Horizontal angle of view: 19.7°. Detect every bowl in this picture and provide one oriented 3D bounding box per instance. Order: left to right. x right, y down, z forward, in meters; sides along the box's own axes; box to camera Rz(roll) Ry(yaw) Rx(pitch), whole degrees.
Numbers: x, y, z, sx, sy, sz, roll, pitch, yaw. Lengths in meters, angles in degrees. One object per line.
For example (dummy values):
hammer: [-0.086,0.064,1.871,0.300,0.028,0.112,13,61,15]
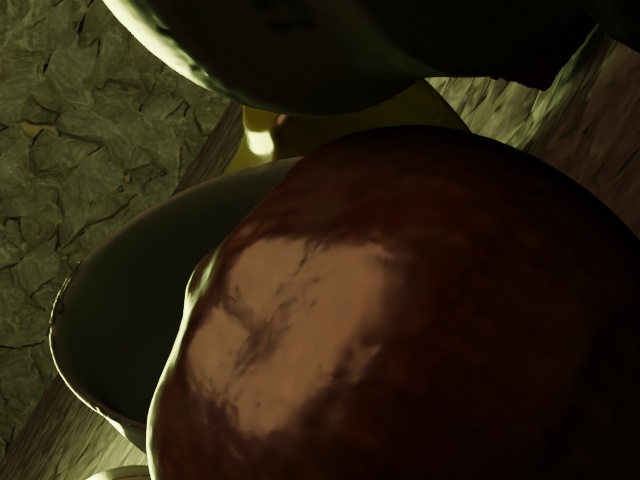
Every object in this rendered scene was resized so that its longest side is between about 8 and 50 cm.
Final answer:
bowl: [-0.004,0.048,0.731,0.189,0.189,0.086,-70,-28,-51]

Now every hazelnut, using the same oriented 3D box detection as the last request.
hazelnut: [0.025,0.043,0.504,0.154,0.143,0.143,-57,8,-12]

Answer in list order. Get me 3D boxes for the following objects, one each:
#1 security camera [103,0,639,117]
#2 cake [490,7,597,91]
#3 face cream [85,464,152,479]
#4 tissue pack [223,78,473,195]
security camera: [0.080,-0.123,0.464,0.277,0.197,0.191,6,50,36]
cake: [0.134,-0.188,0.849,0.295,0.113,0.116,-46,38,19]
face cream: [-0.072,0.144,0.748,0.102,0.102,0.345,-60,4,-9]
tissue pack: [0.000,0.000,0.861,0.178,0.127,0.123,-58,15,10]
